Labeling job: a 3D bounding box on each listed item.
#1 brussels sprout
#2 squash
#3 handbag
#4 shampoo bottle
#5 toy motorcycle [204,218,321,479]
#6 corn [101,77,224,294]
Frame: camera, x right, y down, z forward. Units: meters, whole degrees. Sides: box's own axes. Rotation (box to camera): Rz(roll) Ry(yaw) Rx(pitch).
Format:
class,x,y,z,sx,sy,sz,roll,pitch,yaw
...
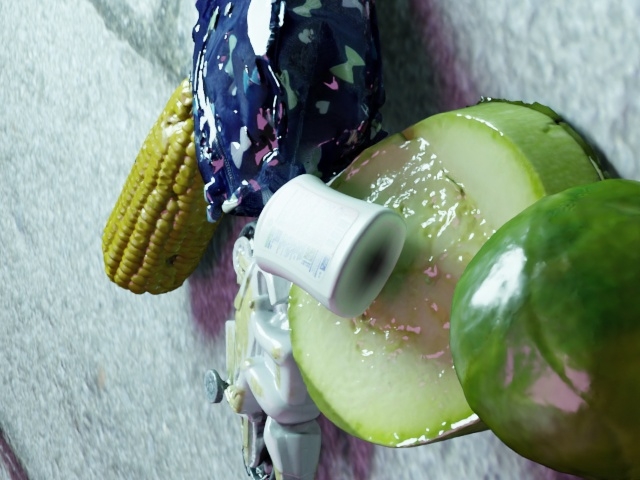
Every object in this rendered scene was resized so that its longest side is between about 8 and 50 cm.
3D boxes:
class,x,y,z,sx,sy,sz,roll,pitch,yaw
brussels sprout,0.155,0.043,0.672,0.161,0.181,0.144,3,107,45
squash,0.084,0.013,0.828,0.220,0.133,0.220,2,93,53
handbag,-0.028,-0.138,0.938,0.162,0.113,0.260,-41,44,47
shampoo bottle,0.000,0.000,0.827,0.099,0.043,0.072,26,86,46
toy motorcycle,-0.032,0.091,1.056,0.151,0.074,0.228,-15,75,61
corn,-0.125,-0.042,1.147,0.097,0.097,0.261,61,140,29
